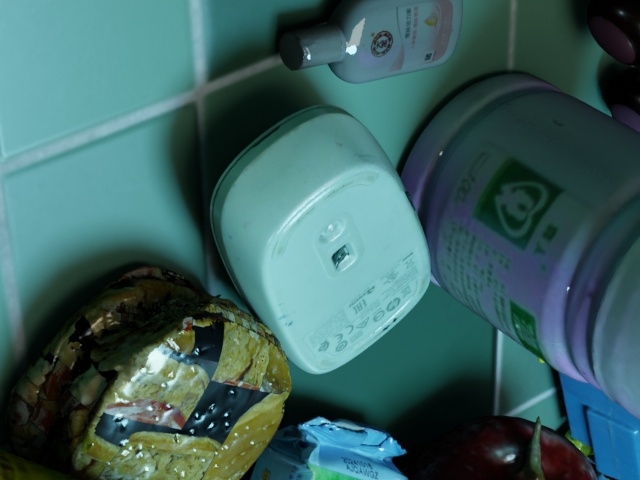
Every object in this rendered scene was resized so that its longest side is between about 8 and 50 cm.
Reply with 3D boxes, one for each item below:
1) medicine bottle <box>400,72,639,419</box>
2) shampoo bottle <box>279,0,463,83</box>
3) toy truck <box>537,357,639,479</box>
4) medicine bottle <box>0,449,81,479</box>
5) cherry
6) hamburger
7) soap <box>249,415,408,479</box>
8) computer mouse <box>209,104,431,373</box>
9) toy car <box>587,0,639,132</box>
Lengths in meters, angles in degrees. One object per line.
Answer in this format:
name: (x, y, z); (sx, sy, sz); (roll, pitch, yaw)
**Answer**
medicine bottle: (0.239, 0.011, 1.592); (0.212, 0.325, 0.212); (-24, 131, -31)
shampoo bottle: (0.042, -0.164, 1.508); (0.165, 0.040, 0.080); (-16, 128, -36)
toy truck: (0.326, 0.144, 1.899); (0.162, 0.161, 0.385); (-45, 139, -27)
medicine bottle: (-0.183, 0.294, 1.393); (0.384, 0.224, 0.224); (27, 97, -29)
cherry: (0.157, 0.295, 1.790); (0.203, 0.230, 0.300); (14, 126, -2)
hamburger: (-0.131, 0.135, 1.499); (0.231, 0.107, 0.231); (-23, 129, -31)
soap: (-0.020, 0.299, 1.693); (0.156, 0.077, 0.293); (23, 84, -48)
computer mouse: (-0.004, -0.004, 1.533); (0.159, 0.097, 0.288); (-41, 150, -9)
toy car: (0.412, -0.189, 1.682); (0.271, 0.240, 0.340); (-44, 141, -14)
